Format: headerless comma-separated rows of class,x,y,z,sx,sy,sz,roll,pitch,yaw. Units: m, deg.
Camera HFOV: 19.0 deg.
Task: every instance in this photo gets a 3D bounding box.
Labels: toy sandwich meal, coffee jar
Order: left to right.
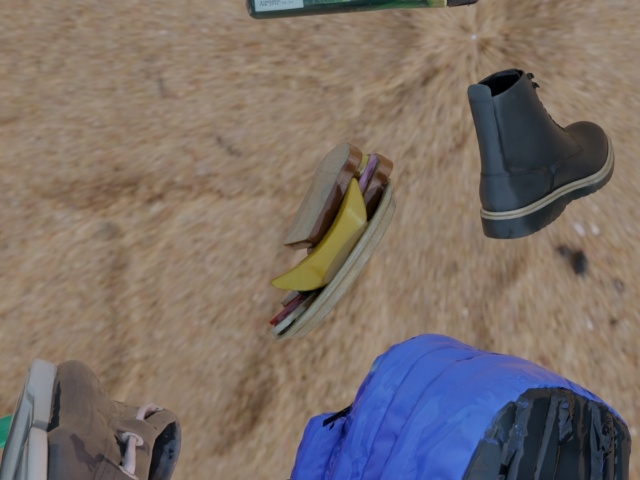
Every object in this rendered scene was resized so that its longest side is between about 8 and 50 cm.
toy sandwich meal,0.000,0.000,0.745,0.029,0.085,0.085,36,98,-8
coffee jar,0.034,-0.211,1.423,0.184,0.096,0.079,-3,108,1

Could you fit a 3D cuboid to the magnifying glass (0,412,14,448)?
magnifying glass,-0.219,0.181,1.409,0.092,0.231,0.026,-16,63,-17

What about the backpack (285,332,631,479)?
backpack,0.037,0.091,0.625,0.101,0.098,0.120,25,93,39

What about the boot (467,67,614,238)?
boot,0.193,-0.101,1.649,0.076,0.198,0.137,0,114,30

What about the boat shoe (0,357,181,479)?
boat shoe,-0.103,0.136,0.904,0.095,0.335,0.112,13,103,-10
